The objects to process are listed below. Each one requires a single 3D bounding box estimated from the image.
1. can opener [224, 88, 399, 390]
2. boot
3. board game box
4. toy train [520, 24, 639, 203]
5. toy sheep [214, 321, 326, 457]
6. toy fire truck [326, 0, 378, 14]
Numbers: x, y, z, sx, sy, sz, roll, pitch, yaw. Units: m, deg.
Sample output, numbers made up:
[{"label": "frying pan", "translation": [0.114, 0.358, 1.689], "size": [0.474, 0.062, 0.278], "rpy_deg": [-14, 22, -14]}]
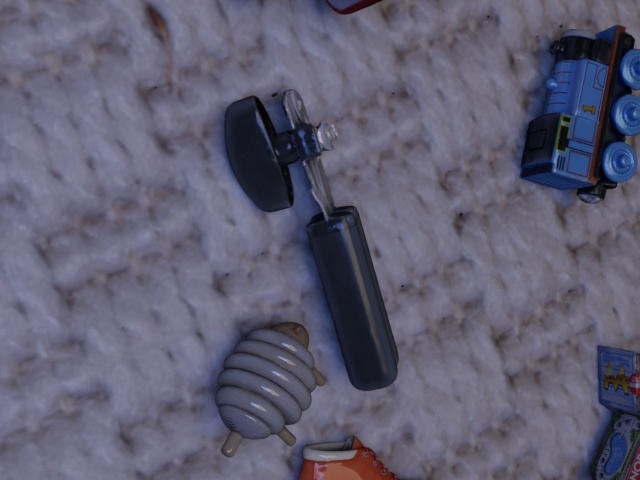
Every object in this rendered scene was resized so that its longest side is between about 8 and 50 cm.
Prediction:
[{"label": "can opener", "translation": [0.000, 0.000, 0.755], "size": [0.093, 0.074, 0.280], "rpy_deg": [-19, 99, 12]}, {"label": "boot", "translation": [0.051, 0.223, 0.781], "size": [0.158, 0.059, 0.084], "rpy_deg": [4, 84, -24]}, {"label": "board game box", "translation": [0.365, 0.206, 0.922], "size": [0.194, 0.060, 0.194], "rpy_deg": [33, 78, -20]}, {"label": "toy train", "translation": [0.273, -0.133, 0.866], "size": [0.105, 0.080, 0.184], "rpy_deg": [14, 85, -18]}, {"label": "toy sheep", "translation": [-0.046, 0.126, 0.718], "size": [0.091, 0.091, 0.132], "rpy_deg": [38, 57, -20]}, {"label": "toy fire truck", "translation": [0.001, -0.331, 0.638], "size": [0.169, 0.254, 0.302], "rpy_deg": [-29, 102, -21]}]
